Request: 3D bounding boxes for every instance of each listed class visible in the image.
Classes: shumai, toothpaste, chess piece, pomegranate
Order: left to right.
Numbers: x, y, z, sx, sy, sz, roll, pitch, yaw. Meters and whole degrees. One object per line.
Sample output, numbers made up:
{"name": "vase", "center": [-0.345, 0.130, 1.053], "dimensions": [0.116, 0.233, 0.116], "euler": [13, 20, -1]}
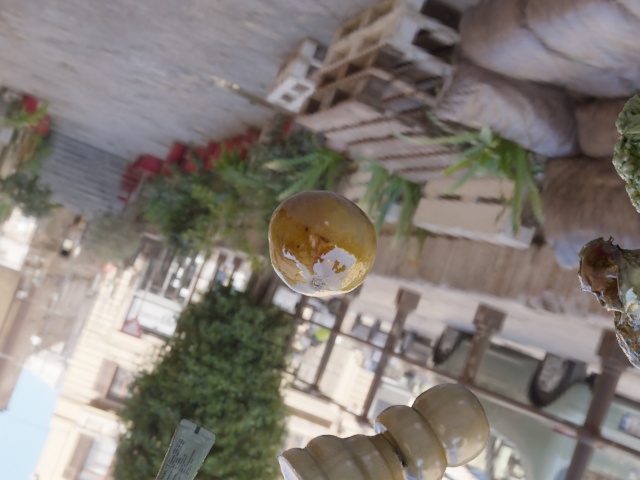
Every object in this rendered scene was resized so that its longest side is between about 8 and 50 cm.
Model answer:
{"name": "toothpaste", "center": [-0.180, 0.297, 1.142], "dimensions": [0.048, 0.197, 0.029], "euler": [24, 146, 2]}
{"name": "pomegranate", "center": [-0.001, 0.007, 1.999], "dimensions": [0.233, 0.233, 0.233], "euler": [20, 176, 1]}
{"name": "chess piece", "center": [0.091, 0.270, 1.226], "dimensions": [0.261, 0.143, 0.143], "euler": [-25, -168, -17]}
{"name": "shumai", "center": [0.423, 0.064, 1.263], "dimensions": [0.153, 0.209, 0.161], "euler": [18, -146, -28]}

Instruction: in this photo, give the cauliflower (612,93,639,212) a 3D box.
{"name": "cauliflower", "center": [0.582, -0.144, 1.450], "dimensions": [0.260, 0.281, 0.327], "euler": [-18, -122, -33]}
